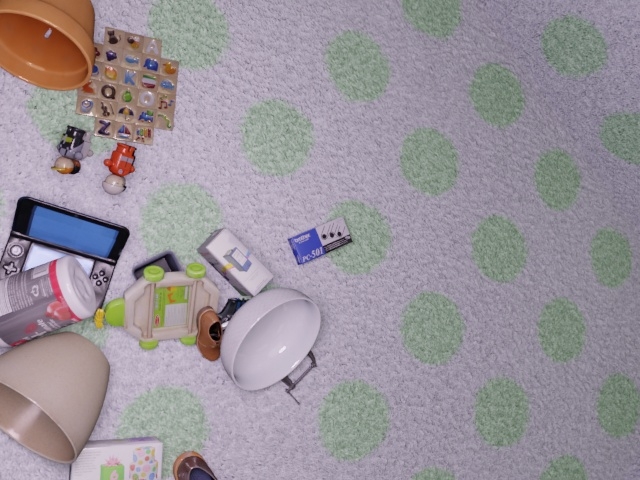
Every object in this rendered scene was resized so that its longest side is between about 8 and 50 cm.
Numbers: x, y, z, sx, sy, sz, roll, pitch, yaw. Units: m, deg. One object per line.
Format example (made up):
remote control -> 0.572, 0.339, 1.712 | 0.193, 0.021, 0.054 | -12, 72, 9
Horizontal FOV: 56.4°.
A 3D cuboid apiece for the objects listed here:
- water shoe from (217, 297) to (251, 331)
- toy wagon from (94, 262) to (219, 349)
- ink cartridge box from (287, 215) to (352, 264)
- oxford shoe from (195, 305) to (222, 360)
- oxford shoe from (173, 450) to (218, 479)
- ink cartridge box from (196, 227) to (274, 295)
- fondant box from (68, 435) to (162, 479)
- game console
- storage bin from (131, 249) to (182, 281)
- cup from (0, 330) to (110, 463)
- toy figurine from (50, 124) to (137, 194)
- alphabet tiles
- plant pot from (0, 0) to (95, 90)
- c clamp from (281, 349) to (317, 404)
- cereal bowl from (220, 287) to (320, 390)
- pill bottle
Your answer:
water shoe -> -0.255, 0.209, 1.868 | 0.203, 0.073, 0.080 | -30, 92, -24
toy wagon -> -0.465, 0.189, 1.706 | 0.344, 0.068, 0.267 | -2, 123, -25
ink cartridge box -> 0.000, 0.000, 2.018 | 0.207, 0.046, 0.097 | -24, 94, -24
oxford shoe -> -0.323, 0.296, 1.775 | 0.076, 0.076, 0.212 | -27, 138, -29
oxford shoe -> -0.311, 0.795, 1.748 | 0.130, 0.133, 0.363 | -36, 100, -24
ink cartridge box -> -0.265, 0.068, 1.832 | 0.093, 0.154, 0.212 | -46, 104, -20
fondant box -> -0.573, 0.728, 1.658 | 0.238, 0.096, 0.330 | 4, 84, -24
game console -> -0.705, 0.049, 1.625 | 0.293, 0.173, 0.250 | 19, 77, -21
storage bin -> -0.485, 0.098, 1.764 | 0.135, 0.091, 0.098 | -29, 97, -23
cup -> -0.689, 0.378, 1.549 | 0.331, 0.331, 0.237 | 48, 44, -13
toy figurine -> -0.628, -0.220, 1.672 | 0.210, 0.213, 0.148 | 18, 94, -18
alphabet tiles -> -0.585, -0.470, 1.822 | 0.285, 0.011, 0.342 | 6, 82, -23
plant pot -> -0.748, -0.584, 1.631 | 0.291, 0.291, 0.203 | 18, 61, -22
c clamp -> -0.071, 0.431, 1.959 | 0.137, 0.022, 0.160 | 44, 71, -9
cereal bowl -> -0.168, 0.280, 1.813 | 0.339, 0.141, 0.339 | -29, 138, -30
pill bottle -> -0.770, 0.173, 1.551 | 0.319, 0.176, 0.176 | -21, 94, -4
